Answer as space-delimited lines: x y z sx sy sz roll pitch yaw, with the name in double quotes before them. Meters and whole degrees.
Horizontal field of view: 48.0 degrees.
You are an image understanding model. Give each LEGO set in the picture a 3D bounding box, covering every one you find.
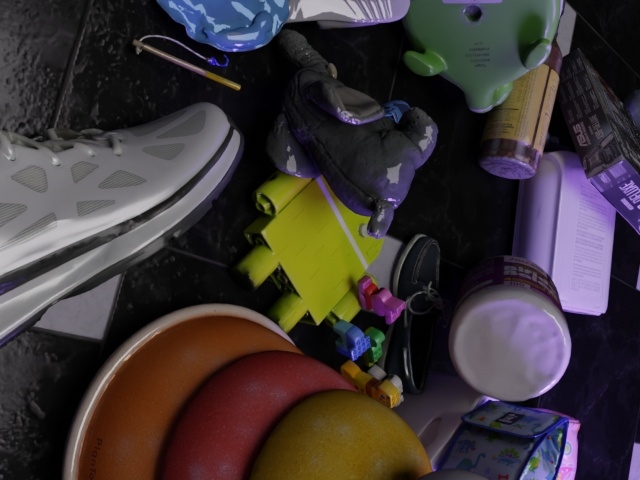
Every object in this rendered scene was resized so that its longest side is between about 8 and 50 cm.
"LEGO set" 0.083 0.175 1.016 0.087 0.093 0.227 -36 133 -34

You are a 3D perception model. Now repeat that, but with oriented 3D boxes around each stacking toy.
"stacking toy" -0.006 0.258 0.716 0.351 0.480 0.350 -3 95 -42

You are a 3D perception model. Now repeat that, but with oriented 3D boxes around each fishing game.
"fishing game" -0.117 -0.320 0.870 0.189 0.041 0.264 15 84 -26

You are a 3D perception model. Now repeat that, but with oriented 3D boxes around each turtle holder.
"turtle holder" 0.267 -0.358 1.106 0.320 0.243 0.227 50 43 -22

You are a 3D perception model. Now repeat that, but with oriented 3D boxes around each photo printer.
"photo printer" 0.478 -0.017 1.403 0.256 0.107 0.307 11 84 -43

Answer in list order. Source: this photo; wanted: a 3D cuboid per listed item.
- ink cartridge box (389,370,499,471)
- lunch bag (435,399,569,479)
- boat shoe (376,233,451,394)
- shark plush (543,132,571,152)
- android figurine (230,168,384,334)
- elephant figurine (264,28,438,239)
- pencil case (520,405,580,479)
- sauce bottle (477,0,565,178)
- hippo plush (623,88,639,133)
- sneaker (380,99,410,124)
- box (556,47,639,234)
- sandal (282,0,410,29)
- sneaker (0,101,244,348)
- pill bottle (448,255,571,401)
"ink cartridge box" 0.198 0.437 1.129 0.279 0.160 0.384 -41 117 -34
"lunch bag" 0.252 0.289 0.979 0.151 0.129 0.096 -50 121 -28
"boat shoe" 0.155 0.114 1.130 0.095 0.079 0.254 28 74 -40
"shark plush" 0.433 -0.184 1.380 0.161 0.067 0.073 28 73 -40
"android figurine" 0.000 0.000 1.000 0.273 0.056 0.248 -44 120 -30
"elephant figurine" 0.011 -0.144 0.906 0.239 0.186 0.169 36 89 -12
"pencil case" 0.408 0.461 1.354 0.124 0.124 0.284 20 80 -41
"sauce bottle" 0.371 -0.282 1.289 0.111 0.111 0.344 29 73 -40
"hippo plush" 0.783 -0.226 1.575 0.294 0.234 0.236 10 72 -32
"sneaker" 0.097 -0.171 1.076 0.144 0.059 0.053 -36 113 -37
"box" 0.563 -0.190 1.394 0.242 0.077 0.307 30 41 -37
"sandal" -0.007 -0.336 0.969 0.265 0.076 0.101 -9 97 -21
"sneaker" -0.277 -0.079 0.661 0.447 0.169 0.257 -40 120 -31
"pill bottle" 0.294 0.117 1.131 0.301 0.169 0.169 -45 127 -72
